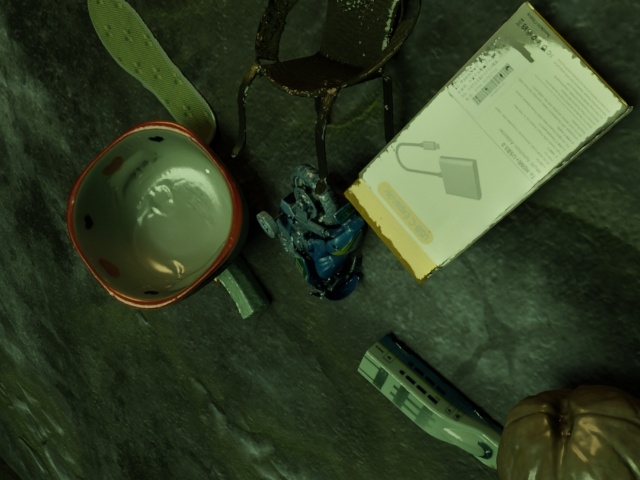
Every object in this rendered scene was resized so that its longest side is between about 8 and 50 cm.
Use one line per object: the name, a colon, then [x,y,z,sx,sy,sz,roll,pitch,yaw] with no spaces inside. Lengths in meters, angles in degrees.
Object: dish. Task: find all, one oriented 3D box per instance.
dish: [-0.215,-0.032,0.928,0.256,0.117,0.256,-1,87,11]

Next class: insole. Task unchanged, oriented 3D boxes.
insole: [-0.255,-0.261,0.968,0.322,0.007,0.109,50,138,13]

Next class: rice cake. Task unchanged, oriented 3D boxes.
rice cake: [-0.165,0.012,1.001,0.245,0.045,0.042,51,137,10]

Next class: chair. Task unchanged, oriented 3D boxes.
chair: [0.012,-0.179,0.656,0.174,0.149,0.213,28,125,33]

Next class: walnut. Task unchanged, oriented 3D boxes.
walnut: [0.270,0.247,0.625,0.178,0.178,0.231,-4,114,45]

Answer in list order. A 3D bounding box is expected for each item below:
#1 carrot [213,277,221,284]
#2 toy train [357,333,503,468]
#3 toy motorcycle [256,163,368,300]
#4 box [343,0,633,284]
carrot: [-0.206,0.003,1.046,0.165,0.035,0.035,52,138,6]
toy train: [0.151,0.212,0.800,0.234,0.051,0.052,40,139,22]
toy motorcycle: [0.000,0.000,0.781,0.136,0.092,0.254,50,162,10]
box: [0.142,-0.082,0.605,0.247,0.033,0.129,-44,80,29]
